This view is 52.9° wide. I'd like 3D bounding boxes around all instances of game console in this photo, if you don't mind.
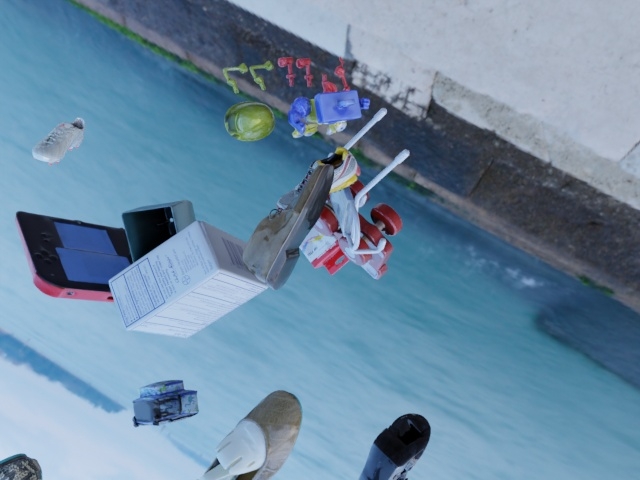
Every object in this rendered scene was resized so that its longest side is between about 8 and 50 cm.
[{"bbox_3d":[-0.681,0.049,1.910,0.386,0.060,0.342,13,-146,-45],"label":"game console"}]

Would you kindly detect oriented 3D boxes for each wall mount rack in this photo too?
[{"bbox_3d":[0.109,-0.147,1.617,0.130,0.350,0.304,-3,130,-12],"label":"wall mount rack"}]

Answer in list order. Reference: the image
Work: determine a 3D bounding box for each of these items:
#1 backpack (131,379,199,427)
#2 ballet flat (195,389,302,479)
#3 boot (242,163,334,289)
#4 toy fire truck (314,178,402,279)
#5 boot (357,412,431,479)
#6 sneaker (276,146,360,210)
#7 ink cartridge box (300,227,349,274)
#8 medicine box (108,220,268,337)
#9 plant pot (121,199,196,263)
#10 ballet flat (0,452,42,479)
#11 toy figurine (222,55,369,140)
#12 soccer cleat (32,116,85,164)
[{"bbox_3d":[-0.301,0.319,1.272,0.114,0.084,0.105,4,163,-42],"label":"backpack"},{"bbox_3d":[-0.156,0.409,1.174,0.124,0.342,0.116,-2,-134,-49],"label":"ballet flat"},{"bbox_3d":[-0.074,-0.048,1.437,0.115,0.305,0.112,31,-174,18],"label":"boot"},{"bbox_3d":[0.087,-0.030,1.887,0.302,0.169,0.254,42,159,13],"label":"toy fire truck"},{"bbox_3d":[0.195,0.655,1.845,0.146,0.367,0.445,25,120,17],"label":"boot"},{"bbox_3d":[-0.014,-0.144,1.534,0.088,0.225,0.093,41,163,44],"label":"sneaker"},{"bbox_3d":[0.000,0.000,2.257,0.231,0.134,0.078,53,-157,12],"label":"ink cartridge box"},{"bbox_3d":[-0.328,0.110,1.630,0.149,0.289,0.263,63,-167,21],"label":"medicine box"},{"bbox_3d":[-0.482,-0.044,2.032,0.165,0.234,0.165,-7,104,12],"label":"plant pot"},{"bbox_3d":[-0.875,0.655,1.459,0.164,0.483,0.182,104,144,-59],"label":"ballet flat"},{"bbox_3d":[-0.016,-0.327,1.462,0.217,0.362,0.191,14,112,55],"label":"toy figurine"},{"bbox_3d":[-0.605,-0.235,1.490,0.068,0.076,0.196,23,-156,-5],"label":"soccer cleat"}]
